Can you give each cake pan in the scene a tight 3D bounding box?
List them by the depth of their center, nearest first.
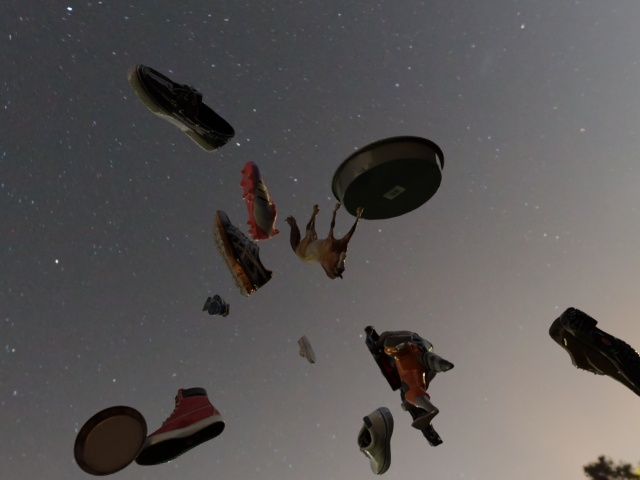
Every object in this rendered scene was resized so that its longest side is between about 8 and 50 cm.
[{"bbox_3d":[0.174,-0.142,1.124,0.293,0.054,0.293,-9,-29,-5],"label":"cake pan"}]

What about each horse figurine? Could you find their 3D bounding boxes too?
[{"bbox_3d":[0.000,0.000,1.055,0.066,0.263,0.174,22,-101,-37],"label":"horse figurine"}]

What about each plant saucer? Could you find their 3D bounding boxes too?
[{"bbox_3d":[-0.511,0.492,1.099,0.168,0.168,0.029,-20,-40,-25],"label":"plant saucer"}]

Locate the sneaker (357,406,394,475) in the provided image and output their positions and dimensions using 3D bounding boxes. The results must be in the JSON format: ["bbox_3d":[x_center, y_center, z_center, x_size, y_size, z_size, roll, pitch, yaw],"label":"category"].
[{"bbox_3d":[0.150,0.587,1.301,0.091,0.094,0.258,-8,-63,-15],"label":"sneaker"}]

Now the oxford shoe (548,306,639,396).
[{"bbox_3d":[0.581,0.243,0.926,0.083,0.227,0.096,-27,-28,-41],"label":"oxford shoe"}]

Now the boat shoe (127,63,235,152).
[{"bbox_3d":[-0.241,-0.245,0.819,0.076,0.080,0.228,-22,-36,20],"label":"boat shoe"}]

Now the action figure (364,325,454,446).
[{"bbox_3d":[0.251,0.339,1.100,0.178,0.341,0.330,-33,-7,8],"label":"action figure"}]

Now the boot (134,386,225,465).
[{"bbox_3d":[-0.410,0.498,1.232,0.244,0.176,0.088,-12,-57,-35],"label":"boot"}]

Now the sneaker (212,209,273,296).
[{"bbox_3d":[-0.184,0.022,1.027,0.083,0.215,0.084,-24,-11,-24],"label":"sneaker"}]

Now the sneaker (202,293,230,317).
[{"bbox_3d":[-0.245,0.165,1.104,0.058,0.135,0.052,25,-102,-22],"label":"sneaker"}]

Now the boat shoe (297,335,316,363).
[{"bbox_3d":[-0.042,0.307,1.236,0.035,0.100,0.035,-37,-51,6],"label":"boat shoe"}]

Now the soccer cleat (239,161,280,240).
[{"bbox_3d":[-0.168,-0.111,1.266,0.095,0.083,0.248,-16,-57,-24],"label":"soccer cleat"}]
